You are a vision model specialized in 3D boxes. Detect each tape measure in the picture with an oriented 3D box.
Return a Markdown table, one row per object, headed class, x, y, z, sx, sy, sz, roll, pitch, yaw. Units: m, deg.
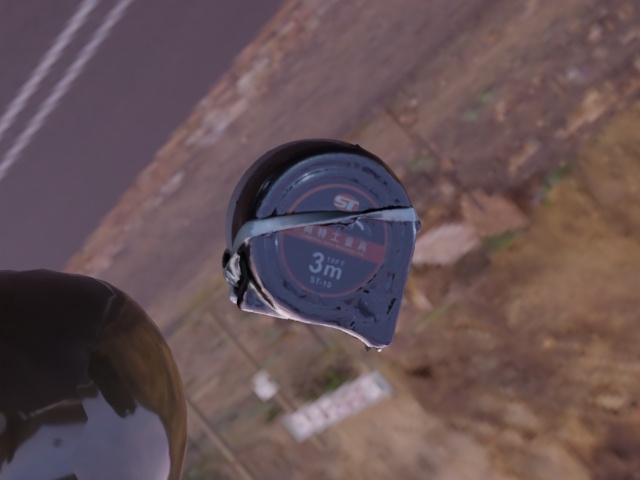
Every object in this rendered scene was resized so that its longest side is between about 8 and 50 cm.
| class | x | y | z | sx | sy | sz | roll | pitch | yaw |
| --- | --- | --- | --- | --- | --- | --- | --- | --- | --- |
| tape measure | 0.001 | -0.005 | 1.509 | 0.181 | 0.182 | 0.107 | -70 | -161 | 0 |

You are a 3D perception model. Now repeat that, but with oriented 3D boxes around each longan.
| class | x | y | z | sx | sy | sz | roll | pitch | yaw |
| --- | --- | --- | --- | --- | --- | --- | --- | --- | --- |
| longan | -0.314 | 0.207 | 1.637 | 0.404 | 0.336 | 0.404 | -47 | -151 | 35 |
